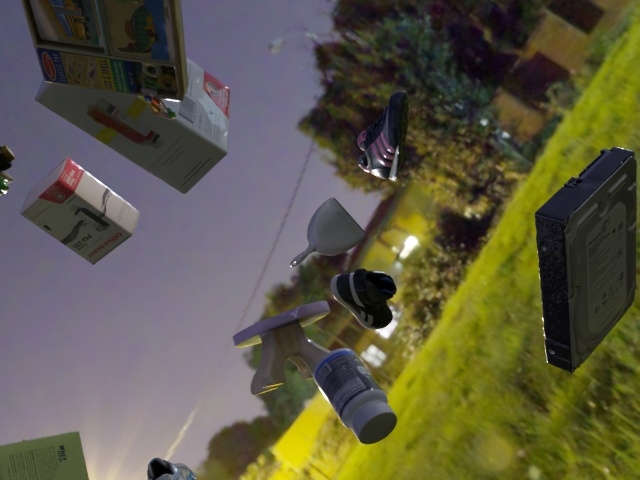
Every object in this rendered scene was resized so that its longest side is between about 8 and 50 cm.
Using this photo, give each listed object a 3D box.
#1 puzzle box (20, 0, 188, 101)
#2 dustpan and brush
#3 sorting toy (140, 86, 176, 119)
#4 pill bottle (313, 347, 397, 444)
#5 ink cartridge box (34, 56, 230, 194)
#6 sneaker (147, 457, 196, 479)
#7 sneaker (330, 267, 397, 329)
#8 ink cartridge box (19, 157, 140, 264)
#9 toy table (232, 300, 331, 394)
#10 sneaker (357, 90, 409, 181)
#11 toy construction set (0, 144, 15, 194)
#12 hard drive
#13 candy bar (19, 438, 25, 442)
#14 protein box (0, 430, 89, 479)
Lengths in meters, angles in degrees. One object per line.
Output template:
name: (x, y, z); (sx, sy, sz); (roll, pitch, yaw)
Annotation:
puzzle box: (-0.374, -0.409, 1.369); (0.409, 0.272, 0.052); (96, -177, -57)
dustpan and brush: (0.000, 0.000, 2.195); (0.211, 0.147, 0.060); (-40, -4, -26)
sorting toy: (-0.291, -0.244, 1.460); (0.012, 0.083, 0.062); (-45, -49, -20)
pill bottle: (0.052, 0.232, 1.205); (0.078, 0.137, 0.078); (-18, -47, -21)
ink cartridge box: (-0.398, -0.324, 1.783); (0.160, 0.385, 0.279); (-39, 33, 28)
sneaker: (-0.247, 0.382, 1.311); (0.071, 0.083, 0.191); (-35, 7, -15)
sneaker: (0.129, 0.132, 1.771); (0.217, 0.121, 0.079); (37, -131, -43)
ink cartridge box: (-0.557, -0.063, 1.883); (0.159, 0.218, 0.092); (-33, 34, 29)
toy table: (-0.082, 0.271, 2.001); (0.274, 0.160, 0.252); (-28, -16, 37)
sneaker: (0.162, -0.279, 2.162); (0.319, 0.131, 0.112); (92, -164, -53)
toy construction set: (-0.770, -0.148, 1.687); (0.257, 0.237, 0.309); (-38, -3, -30)
hard drive: (0.472, 0.036, 1.411); (0.237, 0.064, 0.338); (-38, -51, -31)
candy bar: (-0.707, 0.473, 1.771); (0.162, 0.040, 0.018); (-19, -19, 15)
protein box: (-0.539, 0.472, 1.473); (0.136, 0.199, 0.201); (-22, -13, 25)
